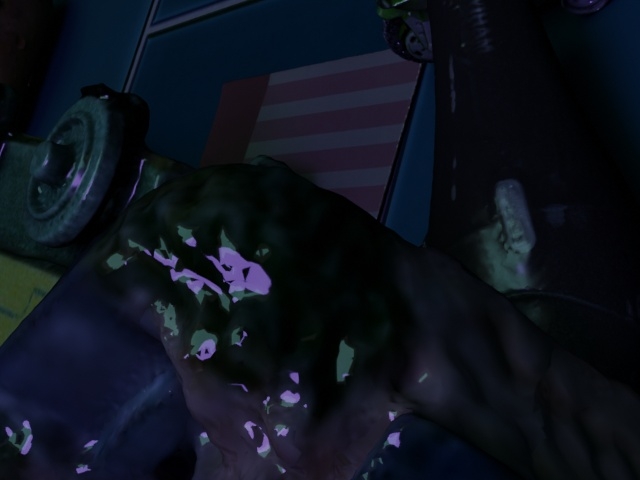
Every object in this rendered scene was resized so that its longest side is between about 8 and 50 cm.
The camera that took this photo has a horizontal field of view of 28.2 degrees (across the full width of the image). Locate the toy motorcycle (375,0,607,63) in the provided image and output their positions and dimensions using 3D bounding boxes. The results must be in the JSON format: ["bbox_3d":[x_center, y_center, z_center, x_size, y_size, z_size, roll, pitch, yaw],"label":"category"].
[{"bbox_3d":[0.087,-0.155,0.619,0.190,0.106,0.074,-34,45,36],"label":"toy motorcycle"}]

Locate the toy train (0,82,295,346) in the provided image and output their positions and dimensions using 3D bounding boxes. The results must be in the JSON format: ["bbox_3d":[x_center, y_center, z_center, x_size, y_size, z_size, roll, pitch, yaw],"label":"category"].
[{"bbox_3d":[-0.162,0.032,0.777,0.369,0.150,0.237,13,84,56],"label":"toy train"}]

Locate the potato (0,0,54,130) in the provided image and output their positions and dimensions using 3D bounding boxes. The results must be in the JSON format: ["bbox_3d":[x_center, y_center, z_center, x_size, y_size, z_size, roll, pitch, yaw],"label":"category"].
[{"bbox_3d":[-0.286,-0.142,1.103,0.164,0.081,0.200,-12,55,57],"label":"potato"}]

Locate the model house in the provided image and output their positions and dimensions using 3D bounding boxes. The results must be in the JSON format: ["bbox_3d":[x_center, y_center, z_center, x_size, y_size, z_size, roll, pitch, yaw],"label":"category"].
[{"bbox_3d":[-0.045,0.177,0.386,0.298,0.243,0.284,-48,13,33],"label":"model house"}]

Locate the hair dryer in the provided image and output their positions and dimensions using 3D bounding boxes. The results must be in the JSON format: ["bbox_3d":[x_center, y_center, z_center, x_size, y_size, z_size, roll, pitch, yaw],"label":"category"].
[{"bbox_3d":[0.000,0.000,0.560,0.271,0.091,0.236,-16,60,13],"label":"hair dryer"}]

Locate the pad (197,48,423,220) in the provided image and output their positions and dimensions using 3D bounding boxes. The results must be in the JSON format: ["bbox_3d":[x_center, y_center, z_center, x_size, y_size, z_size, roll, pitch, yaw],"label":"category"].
[{"bbox_3d":[-0.043,0.028,0.748,0.202,0.005,0.300,-2,66,51],"label":"pad"}]
